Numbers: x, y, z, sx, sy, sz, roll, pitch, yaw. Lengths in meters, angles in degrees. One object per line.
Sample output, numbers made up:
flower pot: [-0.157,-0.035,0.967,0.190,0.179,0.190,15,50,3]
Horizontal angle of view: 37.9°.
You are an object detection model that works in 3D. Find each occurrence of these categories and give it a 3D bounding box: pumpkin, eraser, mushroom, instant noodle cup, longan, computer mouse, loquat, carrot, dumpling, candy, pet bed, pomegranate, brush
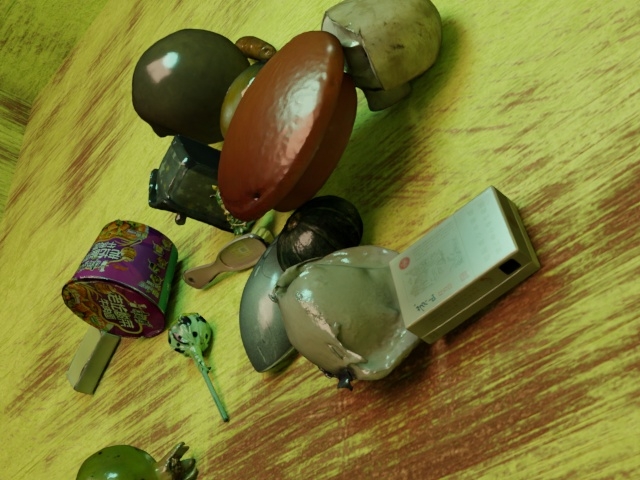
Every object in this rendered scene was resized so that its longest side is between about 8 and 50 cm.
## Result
pumpkin: [-0.002,-0.003,1.613,0.167,0.125,0.167,-51,25,34]
eraser: [-0.582,0.295,2.383,0.172,0.058,0.117,-63,30,3]
mushroom: [0.126,-0.349,1.647,0.189,0.195,0.253,-29,26,-3]
instant noodle cup: [-0.451,0.084,2.174,0.251,0.251,0.190,-30,35,45]
longan: [-0.297,-0.361,2.184,0.297,0.297,0.297,-37,39,39]
computer mouse: [-0.087,0.065,1.742,0.167,0.090,0.379,-29,43,44]
loquat: [-0.116,-0.276,1.954,0.227,0.179,0.179,-48,32,42]
carrot: [-0.158,-0.470,2.284,0.186,0.060,0.060,27,92,58]
dumpling: [0.049,0.120,1.440,0.293,0.204,0.163,35,130,45]
candy: [-0.231,0.251,1.864,0.091,0.083,0.305,-42,42,5]
pet bed: [-0.247,-0.102,1.994,0.159,0.211,0.183,-60,31,15]
pomegranate: [-0.363,0.466,1.785,0.246,0.198,0.198,-55,29,-8]
brush: [-0.193,0.037,1.963,0.313,0.072,0.067,-28,21,48]

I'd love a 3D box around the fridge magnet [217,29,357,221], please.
fridge magnet: [-0.061,-0.196,1.631,0.363,0.155,0.363,-44,31,37]

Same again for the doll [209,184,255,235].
doll: [-0.168,-0.077,1.893,0.077,0.113,0.078,-34,10,-29]

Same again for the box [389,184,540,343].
box: [0.197,0.034,1.311,0.201,0.058,0.141,-39,38,23]
